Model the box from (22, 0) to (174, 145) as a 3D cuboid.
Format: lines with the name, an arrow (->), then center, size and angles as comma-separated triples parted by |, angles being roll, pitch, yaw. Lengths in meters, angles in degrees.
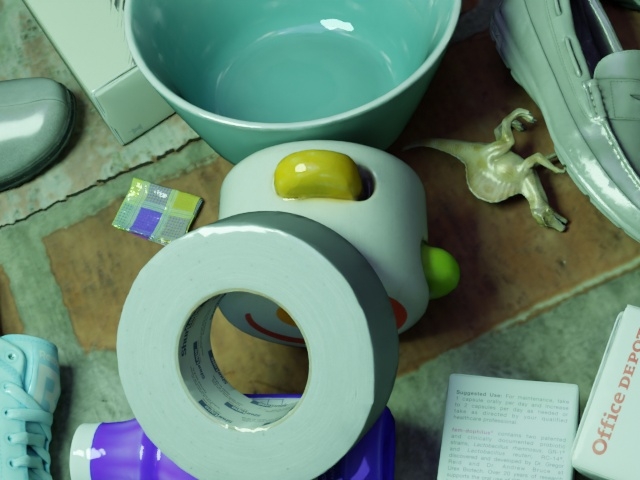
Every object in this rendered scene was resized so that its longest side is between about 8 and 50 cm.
box -> -0.248, -0.240, 1.447 | 0.094, 0.113, 0.275 | -34, 65, -6

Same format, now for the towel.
towel -> -0.163, -0.028, 1.387 | 0.083, 0.009, 0.060 | 18, 71, 19

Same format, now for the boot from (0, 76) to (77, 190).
boot -> -0.432, -0.130, 1.371 | 0.338, 0.222, 0.118 | -14, 63, 6

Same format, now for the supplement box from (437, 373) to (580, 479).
supplement box -> 0.152, 0.233, 1.144 | 0.114, 0.111, 0.220 | 3, 67, 13

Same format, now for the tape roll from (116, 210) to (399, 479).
tape roll -> -0.051, 0.088, 1.111 | 0.219, 0.072, 0.219 | 3, 101, 17

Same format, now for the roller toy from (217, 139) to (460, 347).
roller toy -> 0.000, 0.000, 1.235 | 0.191, 0.209, 0.146 | -21, 58, 38

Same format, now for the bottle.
bottle -> -0.077, 0.195, 1.220 | 0.283, 0.092, 0.118 | -2, 64, 11

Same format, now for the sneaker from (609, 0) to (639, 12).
sneaker -> 0.293, -0.326, 1.355 | 0.385, 0.145, 0.147 | 23, 73, 19

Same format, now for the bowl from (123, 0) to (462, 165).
bowl -> -0.021, -0.178, 1.324 | 0.312, 0.163, 0.311 | -2, 55, 3

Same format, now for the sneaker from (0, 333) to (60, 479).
sneaker -> -0.294, 0.161, 1.259 | 0.150, 0.135, 0.366 | -36, 65, -2

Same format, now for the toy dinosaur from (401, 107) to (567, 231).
toy dinosaur -> 0.168, -0.081, 1.318 | 0.183, 0.053, 0.092 | 33, 77, 23

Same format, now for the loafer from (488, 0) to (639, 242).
loafer -> 0.265, -0.129, 1.276 | 0.111, 0.112, 0.319 | -45, 58, 31

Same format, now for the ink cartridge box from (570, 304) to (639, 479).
ink cartridge box -> 0.311, 0.148, 1.081 | 0.191, 0.082, 0.139 | 17, 79, 26
